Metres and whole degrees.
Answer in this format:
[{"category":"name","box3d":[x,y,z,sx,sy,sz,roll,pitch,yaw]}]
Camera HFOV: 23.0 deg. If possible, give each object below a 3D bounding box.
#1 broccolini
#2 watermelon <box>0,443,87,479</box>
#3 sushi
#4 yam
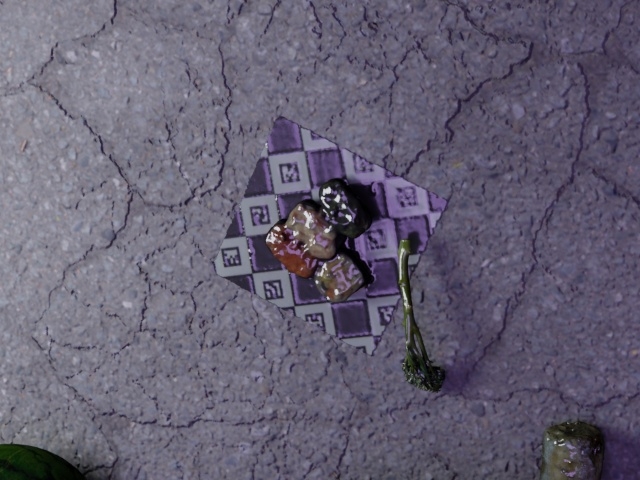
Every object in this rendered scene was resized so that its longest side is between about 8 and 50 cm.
[{"category":"broccolini","box3d":[0.113,0.095,1.864,0.054,0.052,0.194,-3,107,14]},{"category":"watermelon","box3d":[-0.389,0.377,1.978,0.242,0.242,0.242,3,102,15]},{"category":"sushi","box3d":[0.000,0.000,1.886,0.231,0.047,0.220,28,107,9]},{"category":"yam","box3d":[0.290,0.305,1.852,0.078,0.078,0.179,9,103,14]}]
